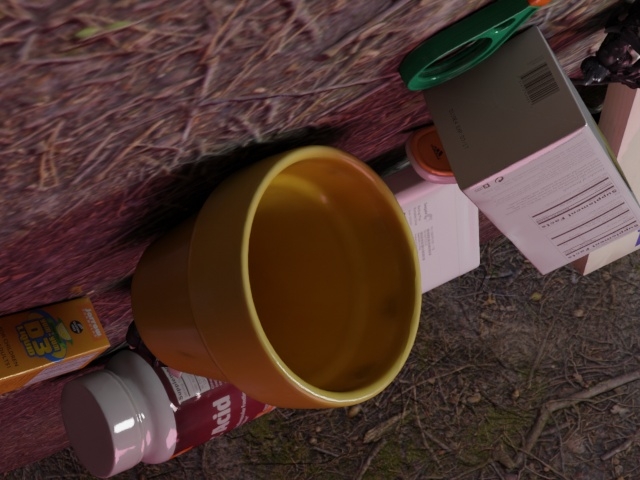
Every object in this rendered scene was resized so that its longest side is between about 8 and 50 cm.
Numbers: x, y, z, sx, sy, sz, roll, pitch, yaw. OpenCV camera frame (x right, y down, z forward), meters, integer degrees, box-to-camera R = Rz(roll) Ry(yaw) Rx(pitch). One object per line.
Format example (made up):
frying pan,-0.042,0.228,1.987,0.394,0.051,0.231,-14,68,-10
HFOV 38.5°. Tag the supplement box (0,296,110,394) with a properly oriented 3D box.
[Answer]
supplement box,-0.364,0.132,1.064,0.080,0.078,0.233,-35,168,35

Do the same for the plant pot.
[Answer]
plant pot,-0.064,0.048,0.950,0.239,0.253,0.254,-12,-177,43

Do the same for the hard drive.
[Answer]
hard drive,0.045,0.030,1.211,0.353,0.047,0.233,-25,142,-9

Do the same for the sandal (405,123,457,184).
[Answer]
sandal,0.224,-0.125,1.120,0.265,0.101,0.076,-16,166,-35

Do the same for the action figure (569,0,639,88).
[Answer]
action figure,0.378,-0.208,0.941,0.164,0.141,0.276,-34,175,-30

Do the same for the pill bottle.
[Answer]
pill bottle,-0.276,0.291,1.761,0.392,0.224,0.224,-19,169,-40

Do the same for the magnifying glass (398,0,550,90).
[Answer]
magnifying glass,0.161,-0.196,0.786,0.231,0.026,0.092,-30,170,39

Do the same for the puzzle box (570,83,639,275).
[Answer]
puzzle box,0.506,-0.143,1.329,0.272,0.052,0.408,-23,141,-19

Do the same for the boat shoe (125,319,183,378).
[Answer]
boat shoe,-0.191,0.094,1.269,0.114,0.091,0.302,-59,-176,7

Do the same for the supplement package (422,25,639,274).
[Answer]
supplement package,0.234,-0.085,0.976,0.134,0.139,0.244,-28,146,20

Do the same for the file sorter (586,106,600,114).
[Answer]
file sorter,0.465,-0.094,1.598,0.193,0.173,0.278,-31,160,34

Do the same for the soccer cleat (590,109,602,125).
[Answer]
soccer cleat,0.369,-0.172,1.413,0.179,0.072,0.060,-10,-146,-2
